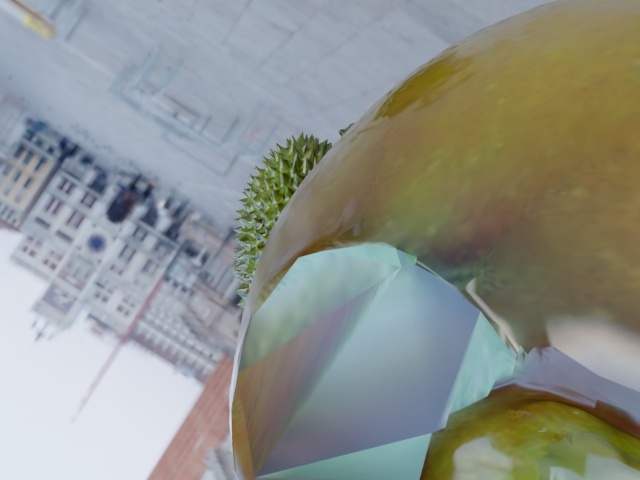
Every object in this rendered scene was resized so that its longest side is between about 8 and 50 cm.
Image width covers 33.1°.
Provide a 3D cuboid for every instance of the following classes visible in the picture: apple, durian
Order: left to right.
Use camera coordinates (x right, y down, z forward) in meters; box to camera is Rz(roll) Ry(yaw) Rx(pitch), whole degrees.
[{"bbox_3d":[-0.008,0.005,0.907,0.146,0.198,0.159,-1,-169,13],"label":"durian"},{"bbox_3d":[0.156,0.070,0.442,0.384,0.374,0.374,30,175,37],"label":"apple"}]
